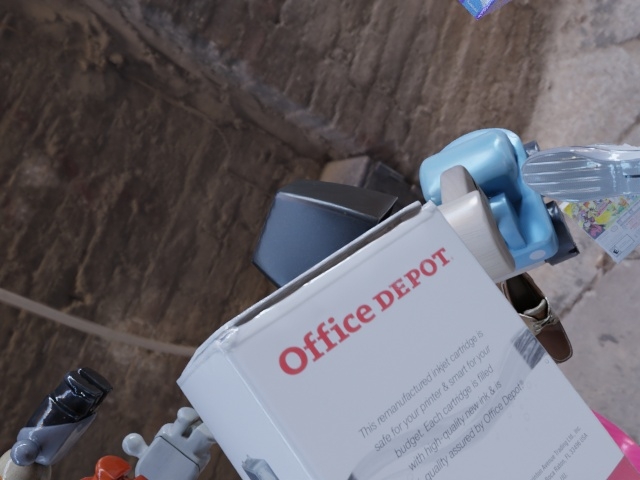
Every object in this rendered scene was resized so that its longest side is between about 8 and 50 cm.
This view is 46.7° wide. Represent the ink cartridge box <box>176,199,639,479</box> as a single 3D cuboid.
[{"bbox_3d":[0.052,0.110,0.392,0.158,0.218,0.092,-31,-7,-33],"label":"ink cartridge box"}]

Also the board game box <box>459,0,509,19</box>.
[{"bbox_3d":[0.168,-0.480,1.030,0.233,0.347,0.078,-39,-4,-47],"label":"board game box"}]

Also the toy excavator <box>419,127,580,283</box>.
[{"bbox_3d":[0.253,-0.055,1.198,0.222,0.445,0.433,-23,52,22],"label":"toy excavator"}]

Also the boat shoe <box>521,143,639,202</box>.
[{"bbox_3d":[0.415,-0.099,1.084,0.226,0.075,0.083,8,112,31],"label":"boat shoe"}]

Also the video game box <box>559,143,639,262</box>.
[{"bbox_3d":[0.685,-0.083,1.687,0.205,0.187,0.048,-46,7,14],"label":"video game box"}]

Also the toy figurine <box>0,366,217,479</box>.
[{"bbox_3d":[-0.171,0.235,0.643,0.148,0.213,0.209,-54,40,4],"label":"toy figurine"}]

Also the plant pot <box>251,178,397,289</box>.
[{"bbox_3d":[0.000,0.000,1.172,0.188,0.166,0.188,-46,-22,-70],"label":"plant pot"}]

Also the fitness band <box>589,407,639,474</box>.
[{"bbox_3d":[0.456,0.362,1.145,0.054,0.209,0.291,-27,9,-6],"label":"fitness band"}]

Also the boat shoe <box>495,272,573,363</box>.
[{"bbox_3d":[0.561,0.196,1.967,0.123,0.324,0.116,-39,1,-4],"label":"boat shoe"}]
